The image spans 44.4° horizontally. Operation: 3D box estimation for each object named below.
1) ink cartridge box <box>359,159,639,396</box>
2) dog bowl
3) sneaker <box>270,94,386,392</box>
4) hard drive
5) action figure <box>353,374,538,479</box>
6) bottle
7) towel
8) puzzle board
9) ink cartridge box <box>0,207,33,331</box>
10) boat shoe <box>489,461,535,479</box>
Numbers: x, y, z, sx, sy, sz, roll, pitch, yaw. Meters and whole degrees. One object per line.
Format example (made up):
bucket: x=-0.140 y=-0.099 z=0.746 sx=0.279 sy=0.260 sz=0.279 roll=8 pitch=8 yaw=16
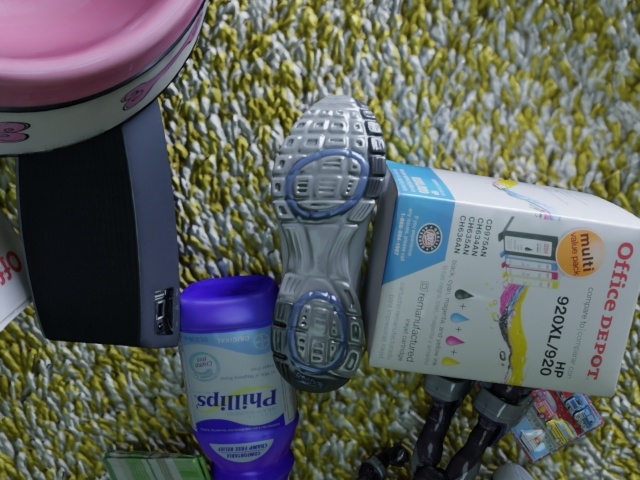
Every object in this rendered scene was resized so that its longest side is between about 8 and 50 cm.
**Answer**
ink cartridge box: x=0.169 y=0.032 z=0.775 sx=0.233 sy=0.168 sz=0.171 roll=8 pitch=104 yaw=-2
dog bowl: x=-0.255 y=-0.275 z=0.611 sx=0.408 sy=0.150 sz=0.408 roll=1 pitch=88 yaw=-27
sneaker: x=0.000 y=0.000 z=0.803 sx=0.111 sy=0.129 sz=0.297 roll=9 pitch=87 yaw=0
hard drive: x=-0.229 y=-0.015 z=0.791 sx=0.172 sy=0.054 sz=0.254 roll=1 pitch=100 yaw=24
action figure: x=0.129 y=0.253 z=0.843 sx=0.185 sy=0.099 sz=0.285 roll=28 pitch=92 yaw=30
bottle: x=-0.084 y=0.182 z=0.857 sx=0.118 sy=0.092 sz=0.282 roll=-4 pitch=105 yaw=5
towel: x=-0.172 y=0.286 z=0.890 sx=0.152 sy=0.023 sz=0.113 roll=-9 pitch=110 yaw=33
puzzle board: x=0.251 y=0.186 z=0.897 sx=0.096 sy=0.011 sz=0.128 roll=-34 pitch=102 yaw=9
ink cartridge box: x=-0.459 y=-0.049 z=0.700 sx=0.166 sy=0.285 sz=0.395 roll=-25 pitch=103 yaw=9
boat shoe: x=0.260 y=0.390 z=0.905 sx=0.094 sy=0.109 sz=0.302 roll=-29 pitch=106 yaw=10
